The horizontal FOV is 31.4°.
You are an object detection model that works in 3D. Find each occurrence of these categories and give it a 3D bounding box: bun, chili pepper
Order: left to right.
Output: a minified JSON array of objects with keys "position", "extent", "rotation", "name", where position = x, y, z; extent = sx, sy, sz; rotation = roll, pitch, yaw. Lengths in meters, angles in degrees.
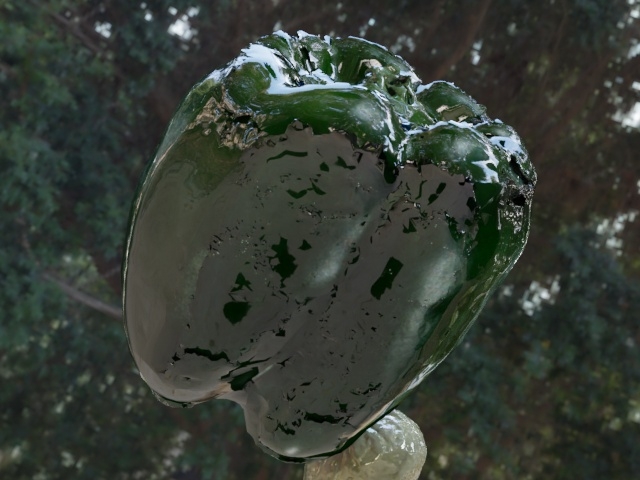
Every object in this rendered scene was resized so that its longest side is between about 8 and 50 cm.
[{"position":[0.000,0.000,0.741],"extent":[0.233,0.256,0.248],"rotation":[31,24,11],"name":"chili pepper"},{"position":[0.027,0.172,0.847],"extent":[0.069,0.115,0.115],"rotation":[42,-15,21],"name":"bun"}]
